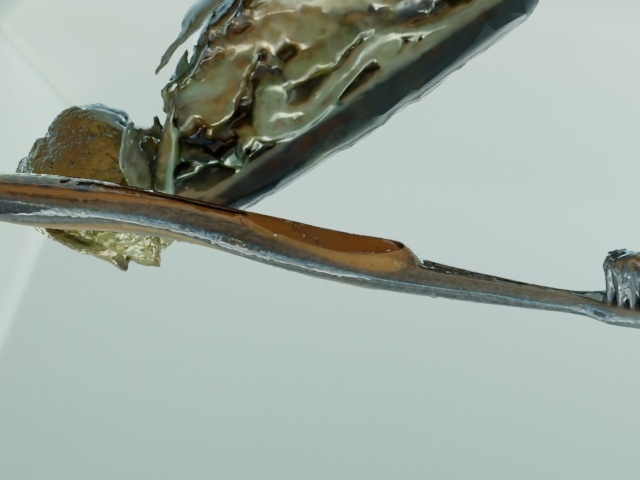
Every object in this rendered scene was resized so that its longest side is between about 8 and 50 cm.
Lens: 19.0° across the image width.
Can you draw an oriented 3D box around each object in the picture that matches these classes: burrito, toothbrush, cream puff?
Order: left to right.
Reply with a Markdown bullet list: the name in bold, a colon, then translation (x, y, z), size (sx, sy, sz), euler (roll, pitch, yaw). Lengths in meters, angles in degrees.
- **cream puff**: translation (-0.096, -0.020, 0.833), size (0.083, 0.058, 0.083), euler (14, -128, 25)
- **toothbrush**: translation (0.000, 0.003, 0.733), size (0.321, 0.031, 0.023), euler (7, -154, 15)
- **burrito**: translation (0.038, -0.151, 0.847), size (0.175, 0.107, 0.348), euler (-26, -156, 36)
